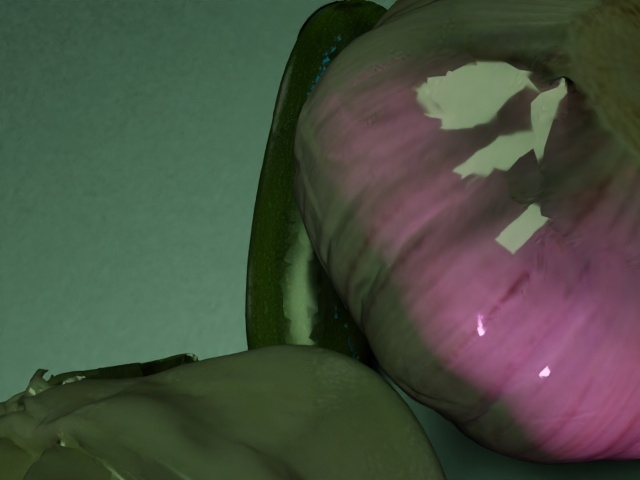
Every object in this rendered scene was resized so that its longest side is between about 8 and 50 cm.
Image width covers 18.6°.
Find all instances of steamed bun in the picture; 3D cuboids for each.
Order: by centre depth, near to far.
[{"bbox_3d":[-0.110,0.237,0.989,0.368,0.255,0.342,-11,92,13],"label":"steamed bun"}]

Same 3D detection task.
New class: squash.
[{"bbox_3d":[-0.001,0.000,1.192,0.087,0.087,0.331,4,72,10],"label":"squash"}]

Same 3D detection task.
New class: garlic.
[{"bbox_3d":[0.133,-0.009,1.084,0.317,0.259,0.317,14,57,-22],"label":"garlic"}]

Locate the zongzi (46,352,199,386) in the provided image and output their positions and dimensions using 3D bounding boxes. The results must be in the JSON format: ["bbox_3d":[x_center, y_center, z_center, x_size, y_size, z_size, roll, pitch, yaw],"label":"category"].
[{"bbox_3d":[-0.117,0.133,1.177,0.109,0.055,0.119,-7,80,8],"label":"zongzi"}]
